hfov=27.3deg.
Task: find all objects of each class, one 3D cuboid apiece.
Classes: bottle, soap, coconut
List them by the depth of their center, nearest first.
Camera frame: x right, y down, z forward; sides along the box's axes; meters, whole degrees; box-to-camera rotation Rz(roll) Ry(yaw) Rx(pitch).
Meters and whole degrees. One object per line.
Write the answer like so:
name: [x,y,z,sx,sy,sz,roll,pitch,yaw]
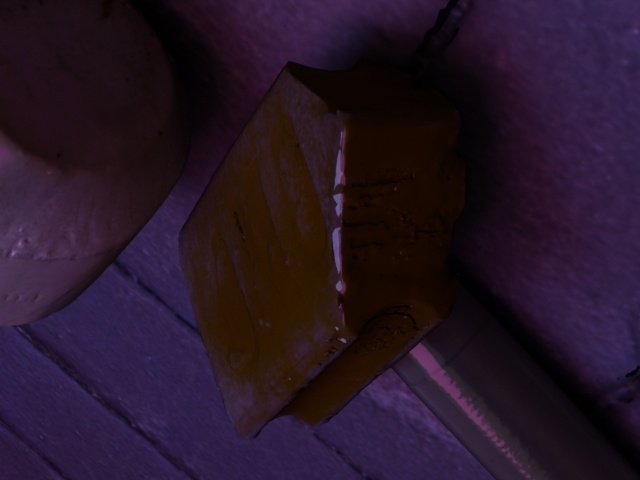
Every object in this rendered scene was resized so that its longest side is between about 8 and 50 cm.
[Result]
soap: [0.000,0.000,0.779,0.257,0.080,0.160,-51,53,55]
bottle: [0.125,0.115,0.835,0.201,0.072,0.072,47,144,-5]
coconut: [-0.204,-0.066,0.849,0.241,0.241,0.241,26,141,23]
